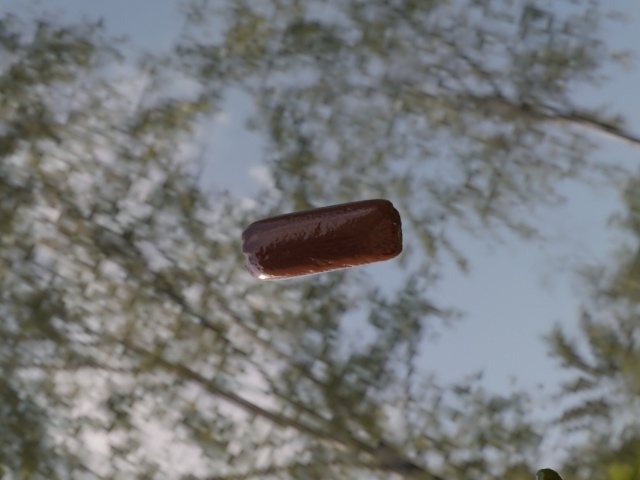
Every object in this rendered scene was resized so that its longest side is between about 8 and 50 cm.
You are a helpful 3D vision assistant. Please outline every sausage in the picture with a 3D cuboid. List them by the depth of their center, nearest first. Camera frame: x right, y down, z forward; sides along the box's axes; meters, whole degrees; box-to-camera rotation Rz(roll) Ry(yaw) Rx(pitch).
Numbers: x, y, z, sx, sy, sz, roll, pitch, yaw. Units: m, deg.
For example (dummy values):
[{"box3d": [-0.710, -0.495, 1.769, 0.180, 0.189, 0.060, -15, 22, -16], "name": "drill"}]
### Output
[{"box3d": [0.000, 0.000, 1.634, 0.062, 0.154, 0.062, -10, -90, -75], "name": "sausage"}]

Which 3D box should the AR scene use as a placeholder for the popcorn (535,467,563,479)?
[{"box3d": [0.352, 0.405, 2.351, 0.198, 0.212, 0.198, -45, -10, -11], "name": "popcorn"}]
